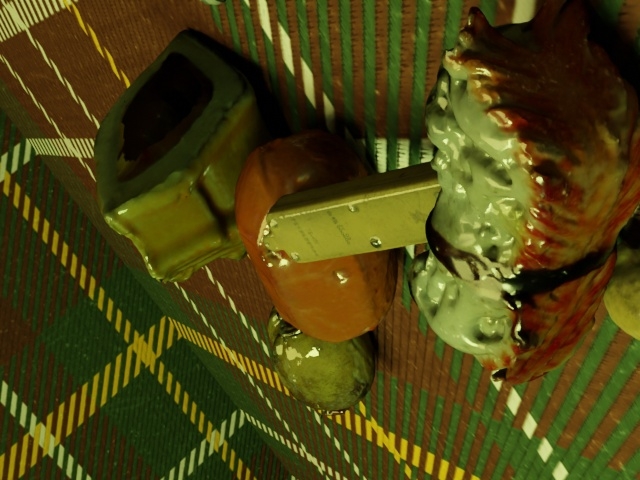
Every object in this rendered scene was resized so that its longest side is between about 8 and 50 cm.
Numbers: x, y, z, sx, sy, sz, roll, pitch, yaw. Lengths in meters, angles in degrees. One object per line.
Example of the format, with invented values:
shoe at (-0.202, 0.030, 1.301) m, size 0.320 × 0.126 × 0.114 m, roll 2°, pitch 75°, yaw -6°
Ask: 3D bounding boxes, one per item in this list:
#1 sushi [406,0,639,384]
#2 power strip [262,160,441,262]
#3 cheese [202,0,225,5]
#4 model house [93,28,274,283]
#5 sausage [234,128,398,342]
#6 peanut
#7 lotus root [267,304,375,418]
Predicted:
sushi at (0.134, -0.016, 0.665) m, size 0.130 × 0.124 × 0.332 m, roll 44°, pitch 150°, yaw 31°
power strip at (0.070, -0.028, 0.831) m, size 0.305 × 0.044 × 0.064 m, roll -10°, pitch 123°, yaw 40°
cheese at (-0.170, -0.309, 0.839) m, size 0.082 × 0.163 × 0.286 m, roll -7°, pitch 144°, yaw 36°
model house at (-0.137, -0.066, 1.120) m, size 0.173 × 0.268 × 0.239 m, roll 19°, pitch 152°, yaw 36°
sausage at (0.000, 0.001, 1.041) m, size 0.141 × 0.153 × 0.268 m, roll -95°, pitch -13°, yaw -46°
peanut at (0.268, 0.064, 0.675) m, size 0.174 × 0.080 × 0.080 m, roll 40°, pitch 161°, yaw 36°
lotus root at (0.011, 0.174, 1.408) m, size 0.154 × 0.154 × 0.278 m, roll 35°, pitch 157°, yaw 38°
